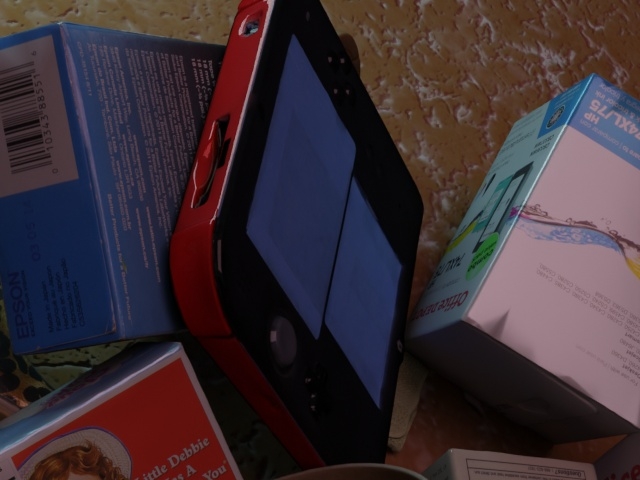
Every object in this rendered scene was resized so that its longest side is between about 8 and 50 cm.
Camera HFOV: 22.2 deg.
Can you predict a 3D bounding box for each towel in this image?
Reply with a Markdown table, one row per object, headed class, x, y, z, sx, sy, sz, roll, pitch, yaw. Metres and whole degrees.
| class | x | y | z | sx | sy | sz | roll | pitch | yaw |
| --- | --- | --- | --- | --- | --- | --- | --- | --- | --- |
| towel | 0.027 | 0.123 | 1.514 | 0.148 | 0.027 | 0.110 | 28 | 48 | -10 |

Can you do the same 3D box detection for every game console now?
| class | x | y | z | sx | sy | sz | roll | pitch | yaw |
| --- | --- | --- | --- | --- | --- | --- | --- | --- | --- |
| game console | 0.000 | 0.000 | 1.408 | 0.342 | 0.060 | 0.386 | 54 | 35 | -38 |

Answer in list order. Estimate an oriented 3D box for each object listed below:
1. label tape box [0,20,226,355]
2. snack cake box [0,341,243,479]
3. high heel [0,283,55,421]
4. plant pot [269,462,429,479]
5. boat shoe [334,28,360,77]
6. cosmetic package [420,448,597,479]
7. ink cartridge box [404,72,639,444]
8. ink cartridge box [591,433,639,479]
| class | x | y | z | sx | sy | sz | roll | pitch | yaw |
| --- | --- | --- | --- | --- | --- | --- | --- | --- | --- |
| label tape box | -0.136 | -0.041 | 1.341 | 0.333 | 0.106 | 0.241 | -4 | 82 | -64 |
| snack cake box | -0.196 | 0.202 | 1.218 | 0.264 | 0.089 | 0.152 | -30 | 103 | -27 |
| high heel | -0.230 | 0.086 | 1.349 | 0.261 | 0.093 | 0.186 | 34 | 50 | 2 |
| plant pot | -0.010 | 0.322 | 1.223 | 0.284 | 0.284 | 0.191 | -37 | 112 | -41 |
| boat shoe | -0.091 | -0.085 | 1.549 | 0.110 | 0.122 | 0.341 | 19 | 50 | 29 |
| cosmetic package | 0.174 | 0.344 | 1.387 | 0.160 | 0.113 | 0.309 | 10 | 55 | -24 |
| ink cartridge box | 0.238 | 0.026 | 1.528 | 0.197 | 0.198 | 0.270 | 32 | 73 | -8 |
| ink cartridge box | 0.396 | 0.330 | 1.407 | 0.166 | 0.285 | 0.395 | 0 | 58 | -29 |
